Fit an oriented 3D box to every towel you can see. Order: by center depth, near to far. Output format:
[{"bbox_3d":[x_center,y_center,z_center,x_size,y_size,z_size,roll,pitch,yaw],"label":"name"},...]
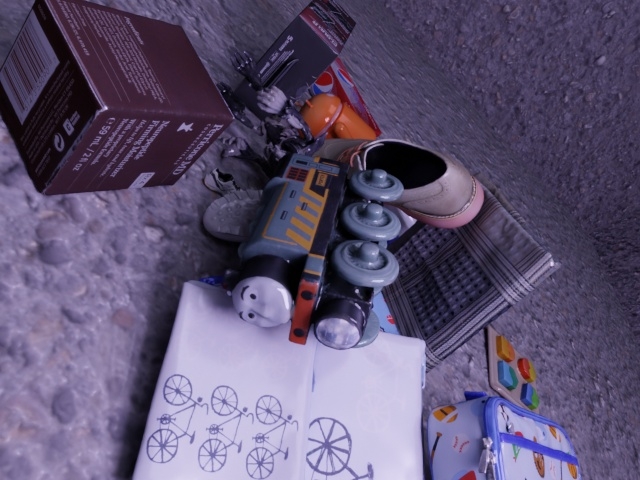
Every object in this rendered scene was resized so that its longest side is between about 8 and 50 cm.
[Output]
[{"bbox_3d":[0.196,0.046,0.842,0.056,0.312,0.324,37,21,-22],"label":"towel"}]

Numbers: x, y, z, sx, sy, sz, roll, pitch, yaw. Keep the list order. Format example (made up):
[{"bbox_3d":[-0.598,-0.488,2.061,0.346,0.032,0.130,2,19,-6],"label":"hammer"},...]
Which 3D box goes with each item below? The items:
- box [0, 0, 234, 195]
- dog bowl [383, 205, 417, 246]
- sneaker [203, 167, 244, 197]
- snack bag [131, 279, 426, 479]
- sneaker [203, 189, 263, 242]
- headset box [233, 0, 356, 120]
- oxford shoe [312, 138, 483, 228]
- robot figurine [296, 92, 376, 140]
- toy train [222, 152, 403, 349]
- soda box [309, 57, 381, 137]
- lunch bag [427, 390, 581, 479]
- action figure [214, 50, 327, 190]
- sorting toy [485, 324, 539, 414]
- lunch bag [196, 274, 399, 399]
[{"bbox_3d":[-0.262,-0.176,0.648,0.203,0.168,0.167,-15,71,-56],"label":"box"},{"bbox_3d":[0.214,-0.028,1.172,0.265,0.104,0.264,32,38,-30],"label":"dog bowl"},{"bbox_3d":[-0.150,-0.089,0.832,0.083,0.037,0.031,27,39,-37],"label":"sneaker"},{"bbox_3d":[-0.019,0.221,0.560,0.343,0.037,0.322,17,53,-15],"label":"snack bag"},{"bbox_3d":[-0.081,-0.029,0.825,0.235,0.095,0.090,-7,68,-32],"label":"sneaker"},{"bbox_3d":[-0.051,-0.389,1.076,0.110,0.218,0.293,41,35,-17],"label":"headset box"},{"bbox_3d":[0.085,-0.138,0.893,0.146,0.397,0.140,37,72,-51],"label":"oxford shoe"},{"bbox_3d":[0.036,-0.239,1.126,0.219,0.128,0.158,37,42,-23],"label":"robot figurine"},{"bbox_3d":[0.000,0.000,0.654,0.191,0.142,0.333,12,36,2],"label":"toy train"},{"bbox_3d":[0.049,-0.355,1.288,0.084,0.092,0.263,2,58,-53],"label":"soda box"},{"bbox_3d":[0.248,0.324,0.635,0.303,0.115,0.243,33,48,-40],"label":"lunch bag"},{"bbox_3d":[-0.103,-0.198,0.893,0.275,0.164,0.141,55,21,22],"label":"action figure"},{"bbox_3d":[0.477,0.325,1.229,0.193,0.038,0.208,41,34,-18],"label":"sorting toy"},{"bbox_3d":[-0.039,0.147,0.691,0.293,0.138,0.220,-4,64,-39],"label":"lunch bag"}]
